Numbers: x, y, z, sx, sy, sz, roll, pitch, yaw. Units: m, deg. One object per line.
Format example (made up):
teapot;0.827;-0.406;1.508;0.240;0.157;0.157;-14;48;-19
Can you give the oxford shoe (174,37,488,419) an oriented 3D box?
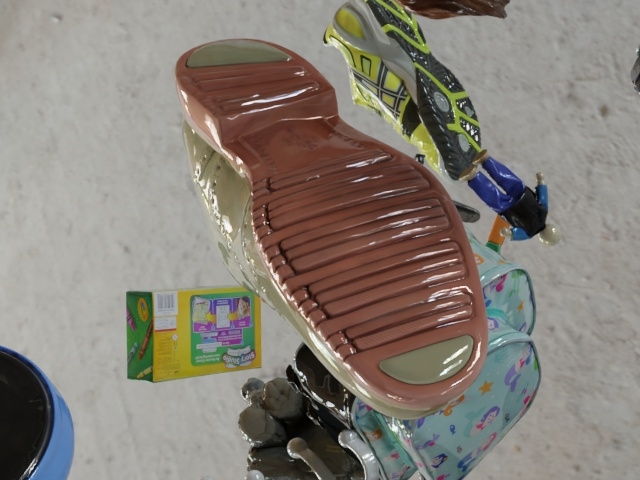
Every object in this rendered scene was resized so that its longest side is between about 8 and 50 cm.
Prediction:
oxford shoe;0.000;0.000;0.807;0.397;0.140;0.146;-120;26;-45

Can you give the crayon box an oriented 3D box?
crayon box;-0.235;0.171;2.066;0.081;0.278;0.165;0;90;43

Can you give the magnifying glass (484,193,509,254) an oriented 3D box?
magnifying glass;0.304;0.028;1.958;0.092;0.026;0.231;21;89;20

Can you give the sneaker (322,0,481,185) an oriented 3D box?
sneaker;0.145;-0.256;1.889;0.147;0.145;0.384;-36;76;34

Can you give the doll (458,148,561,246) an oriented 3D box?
doll;0.311;-0.062;1.717;0.129;0.189;0.046;-50;10;-19

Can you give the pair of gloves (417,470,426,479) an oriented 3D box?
pair of gloves;0.222;0.318;1.969;0.042;0.204;0.240;-12;88;33

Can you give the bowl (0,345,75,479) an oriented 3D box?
bowl;-0.553;0.297;1.560;0.391;0.391;0.077;49;152;41

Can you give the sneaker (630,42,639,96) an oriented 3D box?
sneaker;0.232;-0.174;0.703;0.163;0.226;0.086;-47;19;38

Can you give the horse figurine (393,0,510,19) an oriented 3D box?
horse figurine;0.061;-0.287;0.883;0.174;0.066;0.263;-12;105;42

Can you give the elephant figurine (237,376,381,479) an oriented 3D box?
elephant figurine;-0.013;0.244;1.406;0.169;0.239;0.186;-16;80;0

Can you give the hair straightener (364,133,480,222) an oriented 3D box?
hair straightener;0.100;-0.074;1.396;0.230;0.047;0.089;25;71;7

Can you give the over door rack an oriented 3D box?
over door rack;-0.105;0.303;1.098;0.108;0.239;0.324;58;146;21

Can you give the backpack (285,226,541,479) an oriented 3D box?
backpack;0.119;0.117;1.129;0.191;0.225;0.253;32;70;33
